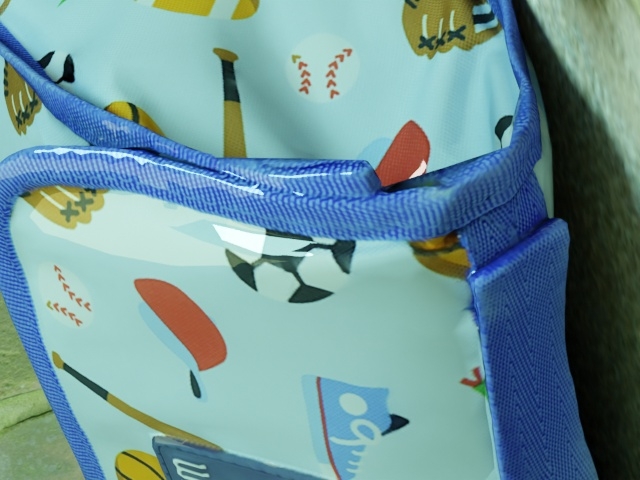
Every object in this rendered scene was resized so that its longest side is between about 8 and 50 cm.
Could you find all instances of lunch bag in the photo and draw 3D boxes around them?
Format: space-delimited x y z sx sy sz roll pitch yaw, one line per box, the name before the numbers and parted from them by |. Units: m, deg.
lunch bag | -0.014 0.023 0.670 0.385 0.239 0.328 43 154 49
